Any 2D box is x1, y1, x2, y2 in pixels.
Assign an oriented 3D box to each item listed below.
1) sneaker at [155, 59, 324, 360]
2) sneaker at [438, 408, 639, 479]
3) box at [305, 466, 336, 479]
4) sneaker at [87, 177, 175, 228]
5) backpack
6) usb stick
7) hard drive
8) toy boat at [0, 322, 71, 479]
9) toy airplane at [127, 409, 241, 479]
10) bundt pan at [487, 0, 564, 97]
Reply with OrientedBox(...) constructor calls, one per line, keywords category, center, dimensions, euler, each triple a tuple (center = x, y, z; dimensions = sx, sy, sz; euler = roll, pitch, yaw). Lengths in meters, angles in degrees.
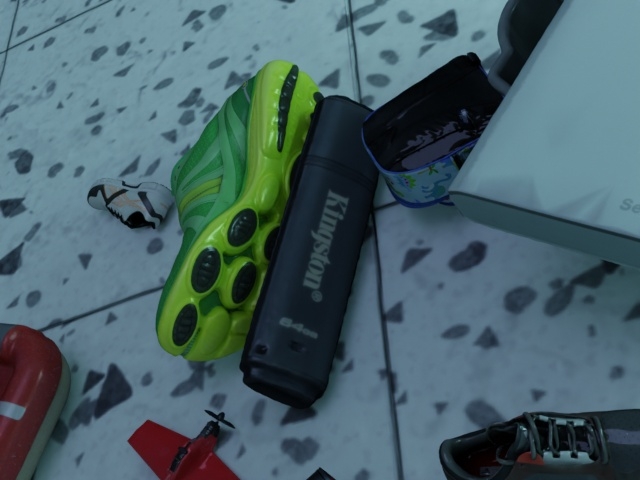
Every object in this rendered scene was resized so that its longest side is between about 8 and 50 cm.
OrientedBox(category="sneaker", center=(-0.075, -0.022, 0.857), dimensions=(0.123, 0.109, 0.295), euler=(-16, 47, 46))
OrientedBox(category="sneaker", center=(0.148, 0.135, 0.607), dimensions=(0.158, 0.065, 0.061), euler=(-18, 50, 20))
OrientedBox(category="box", center=(-0.041, 0.266, 0.649), dimensions=(0.207, 0.036, 0.114), euler=(-43, 45, -2))
OrientedBox(category="sneaker", center=(-0.198, -0.036, 0.971), dimensions=(0.109, 0.040, 0.043), euler=(3, 62, 34))
OrientedBox(category="backpack", center=(0.100, -0.078, 0.782), dimensions=(0.114, 0.084, 0.105), euler=(-28, 43, 6))
OrientedBox(category="usb stick", center=(0.000, 0.000, 0.797), dimensions=(0.045, 0.077, 0.278), euler=(-30, 38, 53))
OrientedBox(category="hard drive", center=(0.238, -0.122, 0.589), dimensions=(0.203, 0.040, 0.307), euler=(19, 68, 40))
OrientedBox(category="toy boat", center=(-0.332, 0.162, 0.831), dimensions=(0.151, 0.151, 0.231), euler=(1, 58, 33))
OrientedBox(category="toy airplane", center=(-0.122, 0.196, 0.758), dimensions=(0.151, 0.028, 0.151), euler=(-16, 51, 21))
OrientedBox(category="bundt pan", center=(0.292, -0.122, 0.667), dimensions=(0.331, 0.124, 0.330), euler=(-16, 50, 21))
